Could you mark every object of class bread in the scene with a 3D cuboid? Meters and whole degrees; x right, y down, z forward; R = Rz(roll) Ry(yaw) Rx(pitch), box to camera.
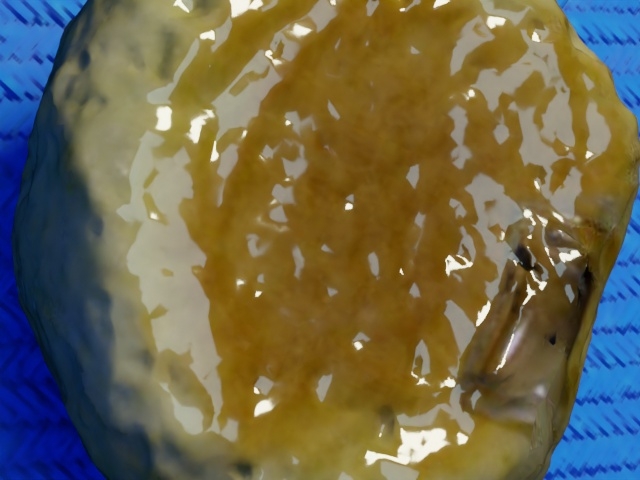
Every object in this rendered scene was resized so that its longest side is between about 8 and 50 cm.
[{"bbox_3d":[0.000,0.000,0.608,0.244,0.134,0.244,6,78,-30],"label":"bread"}]
